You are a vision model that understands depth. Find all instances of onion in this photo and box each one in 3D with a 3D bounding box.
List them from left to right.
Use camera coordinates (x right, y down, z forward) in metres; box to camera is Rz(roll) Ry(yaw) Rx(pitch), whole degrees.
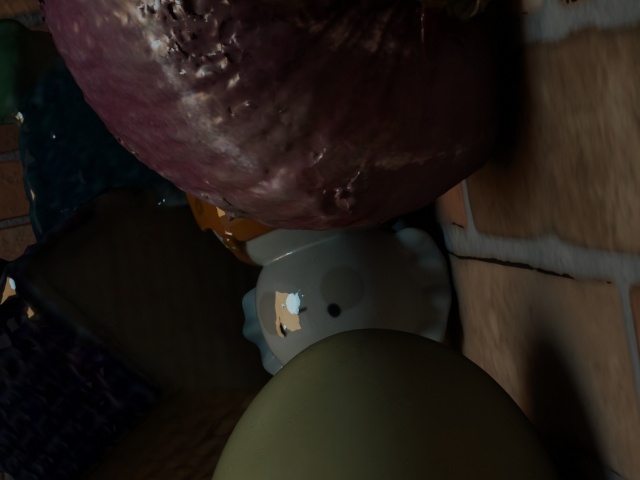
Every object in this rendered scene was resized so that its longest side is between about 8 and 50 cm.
[{"bbox_3d":[-0.070,-0.127,0.953,0.349,0.159,0.267,10,123,57],"label":"onion"}]

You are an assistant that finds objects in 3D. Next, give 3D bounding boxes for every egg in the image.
[{"bbox_3d":[0.034,0.161,0.907,0.186,0.186,0.241,160,108,-82],"label":"egg"}]

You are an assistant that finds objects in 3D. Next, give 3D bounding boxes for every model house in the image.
[{"bbox_3d":[-0.129,0.007,1.265,0.243,0.284,0.298,-41,51,45],"label":"model house"}]

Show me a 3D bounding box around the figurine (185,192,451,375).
[{"bbox_3d":[0.003,-0.004,1.134,0.271,0.143,0.143,64,174,-10],"label":"figurine"}]
